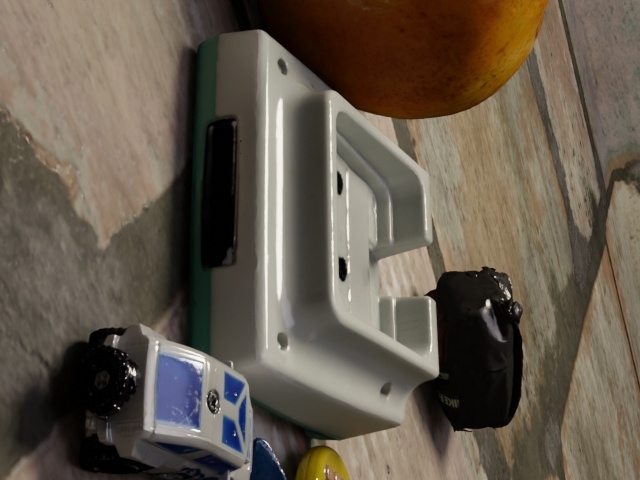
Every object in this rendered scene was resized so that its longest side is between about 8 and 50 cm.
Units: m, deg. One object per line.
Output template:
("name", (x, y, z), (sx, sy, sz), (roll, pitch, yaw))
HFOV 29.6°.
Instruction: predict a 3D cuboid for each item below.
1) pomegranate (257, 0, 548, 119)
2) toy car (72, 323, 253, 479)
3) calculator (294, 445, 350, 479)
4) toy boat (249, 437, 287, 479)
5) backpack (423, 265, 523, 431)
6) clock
("pomegranate", (0.066, -0.229, 1.013), (0.264, 0.264, 0.264), (-10, 90, -68))
("toy car", (-0.085, 0.103, 0.716), (0.170, 0.070, 0.080), (44, 42, -57))
("calculator", (0.006, 0.271, 0.904), (0.146, 0.032, 0.235), (55, 31, -61))
("toy boat", (-0.040, 0.245, 0.783), (0.046, 0.080, 0.229), (132, -44, -72))
("backpack", (0.158, 0.119, 1.274), (0.120, 0.105, 0.165), (-103, -167, -72))
("clock", (0.000, 0.000, 0.919), (0.231, 0.116, 0.262), (40, 43, -58))
